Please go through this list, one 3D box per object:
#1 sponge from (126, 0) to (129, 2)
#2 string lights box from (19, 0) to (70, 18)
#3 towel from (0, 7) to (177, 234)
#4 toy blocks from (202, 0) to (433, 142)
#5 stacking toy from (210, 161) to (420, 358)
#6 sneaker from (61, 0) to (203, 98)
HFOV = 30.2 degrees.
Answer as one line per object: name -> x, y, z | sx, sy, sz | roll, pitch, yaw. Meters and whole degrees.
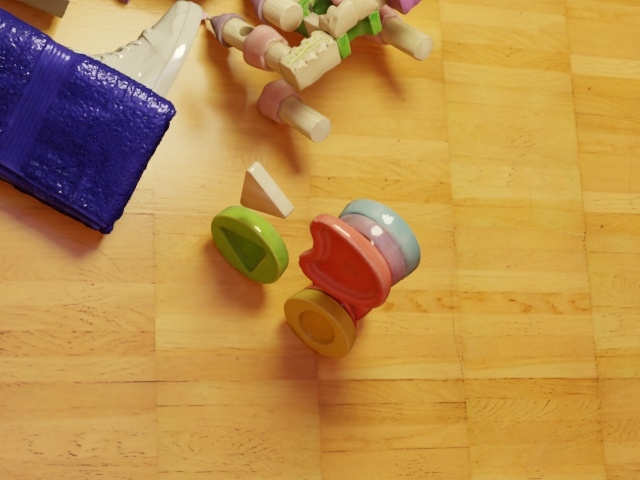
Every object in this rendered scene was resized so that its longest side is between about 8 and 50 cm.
sponge -> -0.349, -0.469, 1.805 | 0.210, 0.031, 0.117 | 34, 69, -11
string lights box -> -0.392, -0.473, 1.731 | 0.133, 0.077, 0.259 | 21, 72, -15
towel -> -0.381, -0.160, 1.638 | 0.308, 0.076, 0.227 | 27, 108, -10
toy blocks -> -0.025, -0.371, 1.795 | 0.288, 0.309, 0.260 | -39, 51, -16
stacking toy -> 0.000, 0.000, 1.709 | 0.279, 0.309, 0.130 | 42, 59, 3
sneaker -> -0.299, -0.264, 1.738 | 0.169, 0.108, 0.292 | 31, 70, -15
